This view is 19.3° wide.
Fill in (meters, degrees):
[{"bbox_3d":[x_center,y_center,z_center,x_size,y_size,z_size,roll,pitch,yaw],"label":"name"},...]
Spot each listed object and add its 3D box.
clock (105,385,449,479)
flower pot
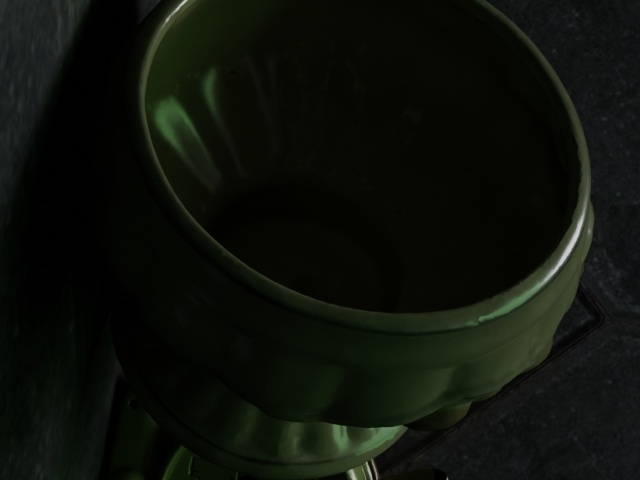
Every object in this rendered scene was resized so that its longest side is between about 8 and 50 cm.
[{"bbox_3d":[-0.031,0.182,1.270,0.069,0.232,0.170,48,50,-80],"label":"clock"},{"bbox_3d":[0.000,0.000,1.140,0.244,0.307,0.307,113,-7,-53],"label":"flower pot"}]
